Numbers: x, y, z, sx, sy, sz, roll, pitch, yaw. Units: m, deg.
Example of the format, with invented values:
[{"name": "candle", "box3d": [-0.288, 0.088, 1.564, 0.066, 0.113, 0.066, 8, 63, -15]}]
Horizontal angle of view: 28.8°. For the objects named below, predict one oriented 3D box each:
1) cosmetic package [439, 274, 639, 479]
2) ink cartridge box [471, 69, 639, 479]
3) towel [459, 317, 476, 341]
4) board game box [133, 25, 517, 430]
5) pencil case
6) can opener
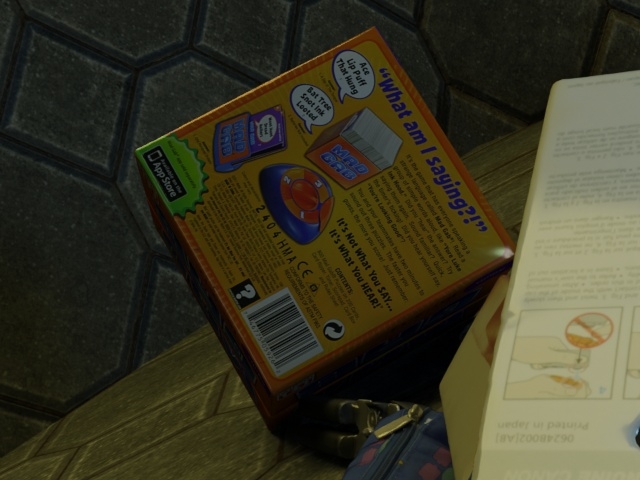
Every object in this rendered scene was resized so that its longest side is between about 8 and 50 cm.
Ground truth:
[{"name": "cosmetic package", "box3d": [0.192, 0.134, 0.985, 0.129, 0.153, 0.296, -63, 3, 9]}, {"name": "ink cartridge box", "box3d": [0.280, 0.027, 0.790, 0.308, 0.091, 0.385, -4, 45, 25]}, {"name": "towel", "box3d": [0.319, 0.063, 1.660, 0.187, 0.049, 0.282, -21, 9, 43]}, {"name": "board game box", "box3d": [0.000, 0.000, 1.698, 0.356, 0.356, 0.356, -28, -13, -10]}, {"name": "pencil case", "box3d": [0.044, 0.241, 0.999, 0.119, 0.133, 0.306, -4, 18, 29]}, {"name": "can opener", "box3d": [0.057, 0.223, 1.472, 0.095, 0.076, 0.283, 4, -5, -19]}]
